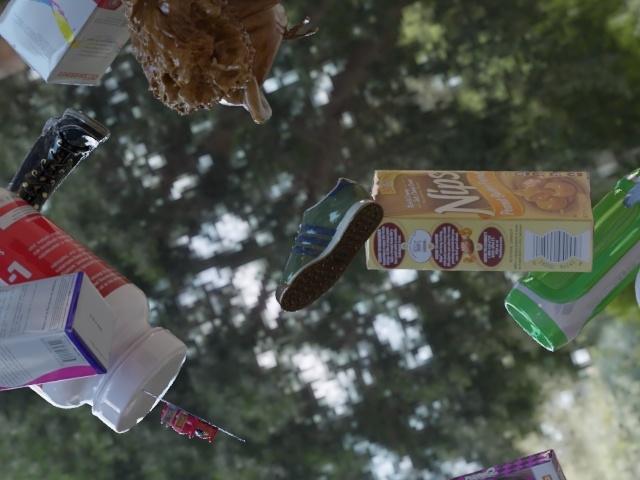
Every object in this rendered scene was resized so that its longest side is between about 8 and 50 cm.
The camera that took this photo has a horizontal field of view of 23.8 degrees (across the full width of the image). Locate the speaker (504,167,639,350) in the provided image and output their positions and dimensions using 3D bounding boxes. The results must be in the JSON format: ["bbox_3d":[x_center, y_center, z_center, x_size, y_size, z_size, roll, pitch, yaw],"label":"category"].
[{"bbox_3d":[0.422,0.028,2.314,0.131,0.296,0.131,45,174,6],"label":"speaker"}]

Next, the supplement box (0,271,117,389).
[{"bbox_3d":[-0.420,0.135,2.185,0.111,0.220,0.114,61,-155,-44],"label":"supplement box"}]

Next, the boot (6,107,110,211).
[{"bbox_3d":[-0.449,-0.126,2.560,0.085,0.179,0.236,36,163,-22],"label":"boot"}]

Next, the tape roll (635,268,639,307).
[{"bbox_3d":[0.507,0.030,1.745,0.246,0.246,0.169,-93,18,-51],"label":"tape roll"}]

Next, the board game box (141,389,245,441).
[{"bbox_3d":[-0.192,0.268,2.202,0.168,0.033,0.133,30,171,-22],"label":"board game box"}]

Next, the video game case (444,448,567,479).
[{"bbox_3d":[0.272,0.430,2.226,0.210,0.232,0.042,65,-160,-18],"label":"video game case"}]

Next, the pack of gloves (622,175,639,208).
[{"bbox_3d":[0.527,-0.126,2.103,0.046,0.232,0.195,44,-124,-7],"label":"pack of gloves"}]

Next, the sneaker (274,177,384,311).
[{"bbox_3d":[0.000,0.000,1.983,0.064,0.192,0.086,24,-157,-43],"label":"sneaker"}]

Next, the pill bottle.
[{"bbox_3d":[-0.421,0.115,2.395,0.407,0.229,0.229,36,-171,11],"label":"pill bottle"}]

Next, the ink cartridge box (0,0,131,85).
[{"bbox_3d":[-0.344,-0.324,2.137,0.127,0.176,0.128,44,-161,17],"label":"ink cartridge box"}]

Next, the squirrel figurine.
[{"bbox_3d":[-0.142,-0.313,1.887,0.397,0.281,0.370,-50,-20,-48],"label":"squirrel figurine"}]

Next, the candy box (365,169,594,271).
[{"bbox_3d":[0.228,-0.030,2.169,0.183,0.316,0.088,-76,-14,-65],"label":"candy box"}]
